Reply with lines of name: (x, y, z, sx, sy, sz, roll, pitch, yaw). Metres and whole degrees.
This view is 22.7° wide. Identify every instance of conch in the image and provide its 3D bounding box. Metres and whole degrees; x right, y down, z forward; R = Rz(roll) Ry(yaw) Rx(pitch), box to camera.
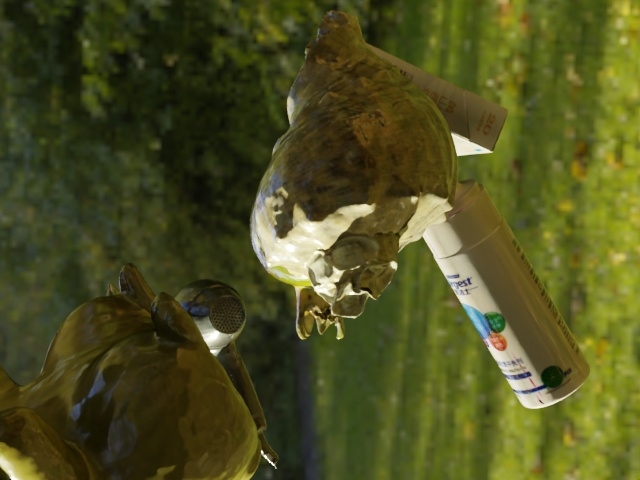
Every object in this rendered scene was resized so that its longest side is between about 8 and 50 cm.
conch: (0.049, -0.071, 1.475, 0.159, 0.210, 0.291, -4, 78, 54)

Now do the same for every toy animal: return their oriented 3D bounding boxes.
toy animal: (-0.218, 0.151, 1.026, 0.181, 0.363, 0.180, 27, 137, 61)

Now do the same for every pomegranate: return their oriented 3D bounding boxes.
pomegranate: (0.010, 0.002, 2.105, 0.198, 0.198, 0.246, -103, -7, -69)

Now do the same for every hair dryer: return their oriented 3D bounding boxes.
hair dryer: (-0.129, 0.181, 2.072, 0.235, 0.091, 0.272, -8, 103, 66)

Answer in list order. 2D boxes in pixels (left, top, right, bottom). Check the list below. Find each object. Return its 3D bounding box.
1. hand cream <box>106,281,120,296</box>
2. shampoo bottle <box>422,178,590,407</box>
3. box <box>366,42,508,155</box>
hand cream: (-0.246, 0.111, 2.008, 0.086, 0.055, 0.235, 49, -175, -11)
shampoo bottle: (0.191, 0.041, 1.767, 0.303, 0.092, 0.092, 58, -177, -15)
box: (0.111, -0.183, 2.069, 0.067, 0.233, 0.149, -67, 14, -2)
